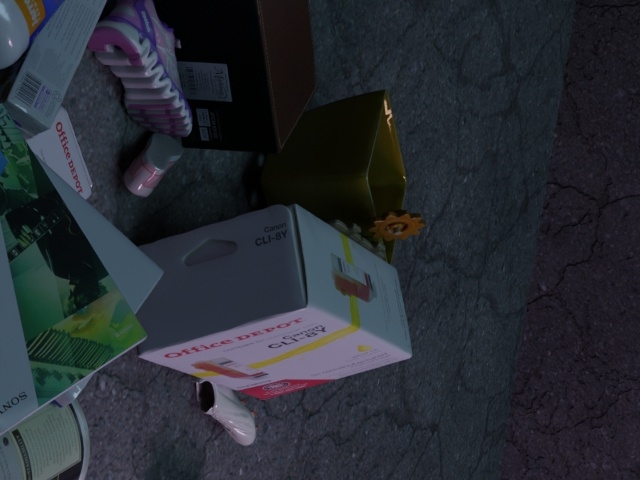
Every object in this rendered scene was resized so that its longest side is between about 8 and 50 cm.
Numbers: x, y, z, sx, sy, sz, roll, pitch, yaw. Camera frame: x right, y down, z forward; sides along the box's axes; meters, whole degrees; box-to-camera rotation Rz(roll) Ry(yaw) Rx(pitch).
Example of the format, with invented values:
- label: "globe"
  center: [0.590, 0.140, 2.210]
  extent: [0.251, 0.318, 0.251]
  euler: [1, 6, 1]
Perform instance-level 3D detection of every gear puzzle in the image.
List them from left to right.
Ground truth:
- label: "gear puzzle"
  center: [0.000, 0.000, 2.157]
  extent: [0.175, 0.339, 0.044]
  euler: [34, 45, -52]

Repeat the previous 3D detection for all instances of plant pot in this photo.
- label: "plant pot"
  center: [0.019, -0.094, 2.256]
  extent: [0.212, 0.187, 0.212]
  euler: [74, 21, -43]

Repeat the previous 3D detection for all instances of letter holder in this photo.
- label: "letter holder"
  center: [-0.113, -0.308, 1.984]
  extent: [0.214, 0.152, 0.302]
  euler: [-62, 151, -51]

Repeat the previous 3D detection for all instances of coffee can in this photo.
- label: "coffee can"
  center: [-0.400, 0.246, 1.482]
  extent: [0.275, 0.201, 0.201]
  euler: [-26, 124, -64]

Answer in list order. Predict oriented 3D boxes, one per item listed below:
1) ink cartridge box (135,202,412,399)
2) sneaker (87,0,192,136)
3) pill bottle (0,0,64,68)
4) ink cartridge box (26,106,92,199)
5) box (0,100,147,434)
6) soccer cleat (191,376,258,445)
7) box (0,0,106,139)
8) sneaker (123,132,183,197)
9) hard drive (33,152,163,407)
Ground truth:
- label: "ink cartridge box"
  center: [-0.069, 0.102, 2.068]
  extent: [0.384, 0.279, 0.160]
  euler: [31, 45, -60]
- label: "sneaker"
  center: [-0.223, -0.236, 1.878]
  extent: [0.236, 0.095, 0.104]
  euler: [64, 38, -49]
- label: "pill bottle"
  center: [-0.358, -0.283, 1.523]
  extent: [0.272, 0.152, 0.152]
  euler: [-61, 149, -31]
- label: "ink cartridge box"
  center: [-0.371, -0.060, 1.670]
  extent: [0.191, 0.082, 0.140]
  euler: [-54, 144, -40]
- label: "box"
  center: [-0.347, 0.022, 1.448]
  extent: [0.232, 0.058, 0.322]
  euler: [-35, 95, -48]
- label: "soccer cleat"
  center: [-0.159, 0.264, 2.244]
  extent: [0.076, 0.068, 0.196]
  euler: [-48, 134, -36]
- label: "box"
  center: [-0.304, -0.267, 1.659]
  extent: [0.067, 0.063, 0.324]
  euler: [36, 57, -32]
- label: "sneaker"
  center: [-0.238, -0.104, 1.954]
  extent: [0.070, 0.051, 0.134]
  euler: [-48, -172, 22]
- label: "hard drive"
  center: [-0.344, 0.003, 1.540]
  extent: [0.318, 0.040, 0.210]
  euler: [44, 49, -14]
